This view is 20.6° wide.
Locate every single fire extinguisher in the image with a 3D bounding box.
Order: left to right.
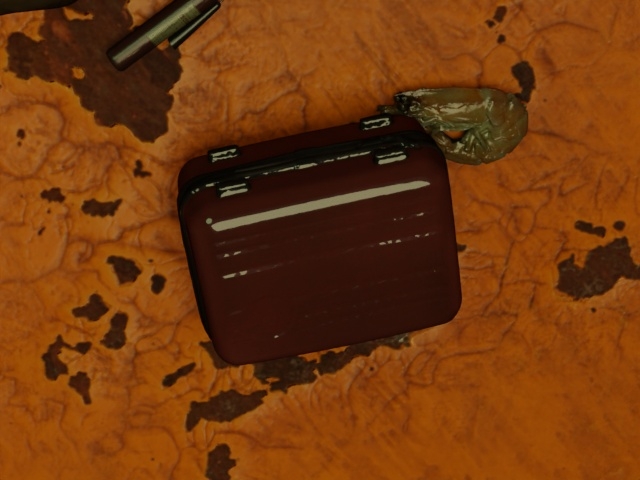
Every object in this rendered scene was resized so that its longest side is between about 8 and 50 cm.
[{"bbox_3d":[-0.150,-0.237,1.894,0.173,0.035,0.049,-36,110,8],"label":"fire extinguisher"}]

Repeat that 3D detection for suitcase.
[{"bbox_3d":[0.000,0.000,1.938,0.297,0.161,0.236,-12,121,-5],"label":"suitcase"}]

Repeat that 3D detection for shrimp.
[{"bbox_3d":[0.149,-0.134,1.998,0.180,0.041,0.099,6,126,-15],"label":"shrimp"}]

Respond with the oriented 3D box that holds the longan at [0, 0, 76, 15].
[{"bbox_3d":[-0.308,-0.316,1.750,0.212,0.198,0.198,12,109,-16],"label":"longan"}]
